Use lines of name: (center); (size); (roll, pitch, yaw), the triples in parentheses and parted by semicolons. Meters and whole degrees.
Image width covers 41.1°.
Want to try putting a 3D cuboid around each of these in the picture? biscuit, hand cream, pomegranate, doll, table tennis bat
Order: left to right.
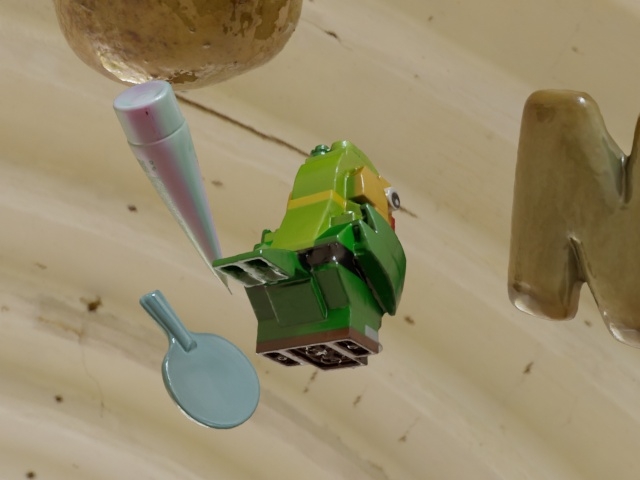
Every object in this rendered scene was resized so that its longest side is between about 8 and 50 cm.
pomegranate: (-0.149, -0.288, 0.889); (0.281, 0.281, 0.281); (-18, -42, -17)
hand cream: (-0.111, -0.040, 0.678); (0.047, 0.076, 0.174); (-26, -56, -13)
table tennis bat: (-0.182, 0.169, 1.234); (0.149, 0.237, 0.038); (-29, -14, -48)
doll: (0.004, 0.007, 0.618); (0.106, 0.186, 0.134); (-15, -60, 31)
biscuit: (0.329, -0.025, 0.995); (0.062, 0.237, 0.290); (-15, -65, -45)
